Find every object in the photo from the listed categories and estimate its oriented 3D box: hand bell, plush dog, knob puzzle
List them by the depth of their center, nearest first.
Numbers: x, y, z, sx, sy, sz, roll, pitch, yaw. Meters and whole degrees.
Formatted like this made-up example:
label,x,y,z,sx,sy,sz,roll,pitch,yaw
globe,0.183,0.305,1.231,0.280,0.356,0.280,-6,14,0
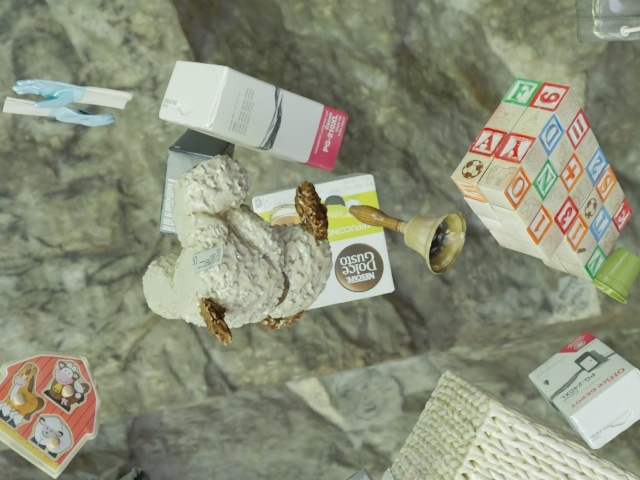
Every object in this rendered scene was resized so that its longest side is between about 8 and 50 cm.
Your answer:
label,x,y,z,sx,sy,sz,roll,pitch,yaw
plush dog,-0.082,0.038,1.143,0.225,0.262,0.210,-5,-138,-36
knob puzzle,-0.440,0.260,1.421,0.213,0.030,0.213,17,-124,-26
hand bell,0.155,-0.031,1.729,0.126,0.242,0.126,-26,-53,-41

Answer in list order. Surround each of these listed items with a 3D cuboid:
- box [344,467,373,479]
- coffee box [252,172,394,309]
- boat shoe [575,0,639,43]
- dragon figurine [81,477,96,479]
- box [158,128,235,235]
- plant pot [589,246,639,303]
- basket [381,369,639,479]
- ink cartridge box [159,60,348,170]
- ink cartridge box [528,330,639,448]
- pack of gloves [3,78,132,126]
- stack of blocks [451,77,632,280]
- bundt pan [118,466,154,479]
label,x,y,z,sx,sy,sz,roll,pitch,yaw
box,0.093,0.503,1.418,0.056,0.183,0.231,-28,-107,-29
coffee box,0.000,0.000,2.479,0.338,0.337,0.334,-127,26,-83
boat shoe,0.434,-0.238,0.978,0.112,0.335,0.095,-146,66,-74
dragon figurine,-0.533,0.526,1.624,0.144,0.289,0.085,-51,-58,-72
box,-0.217,-0.102,1.541,0.156,0.093,0.158,-74,-5,-67
plant pot,0.535,0.057,1.560,0.079,0.083,0.083,-54,-41,0
basket,0.332,0.437,1.550,0.331,0.328,0.266,29,-92,-8
ink cartridge box,-0.105,-0.196,1.364,0.237,0.172,0.100,15,-87,-38
ink cartridge box,0.364,0.198,1.168,0.063,0.109,0.150,52,-179,-14
pack of gloves,-0.527,-0.269,1.801,0.232,0.195,0.046,6,-107,-25
stack of blocks,0.317,-0.061,1.209,0.171,0.087,0.297,-56,-46,-11
bundt pan,-0.360,0.631,1.738,0.331,0.124,0.331,156,90,-85
